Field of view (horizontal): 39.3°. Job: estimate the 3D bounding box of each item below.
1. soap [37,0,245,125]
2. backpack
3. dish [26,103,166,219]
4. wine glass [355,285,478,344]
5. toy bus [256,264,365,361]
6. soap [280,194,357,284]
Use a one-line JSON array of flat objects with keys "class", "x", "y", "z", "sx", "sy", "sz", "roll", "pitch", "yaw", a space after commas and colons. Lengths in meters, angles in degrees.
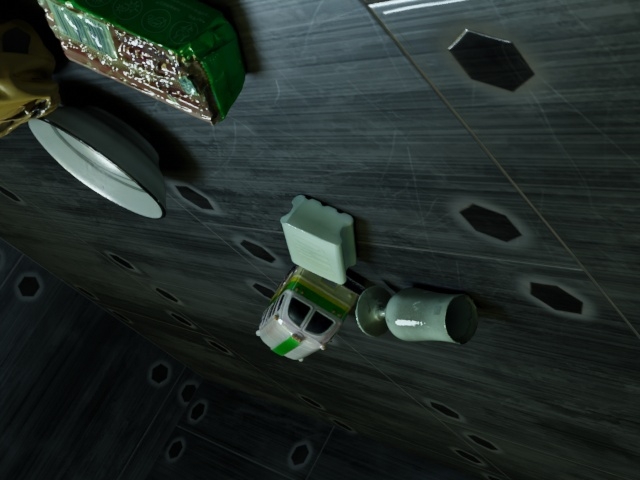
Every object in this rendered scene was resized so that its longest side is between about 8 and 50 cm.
[{"class": "soap", "x": -0.244, "y": -0.275, "z": 1.196, "sx": 0.273, "sy": 0.098, "sz": 0.218, "roll": 25, "pitch": 162, "yaw": 14}, {"class": "backpack", "x": -0.632, "y": -0.273, "z": 1.509, "sx": 0.354, "sy": 0.201, "sz": 0.378, "roll": -7, "pitch": -179, "yaw": -36}, {"class": "dish", "x": -0.405, "y": -0.171, "z": 1.719, "sx": 0.316, "sy": 0.106, "sz": 0.316, "roll": 29, "pitch": 163, "yaw": 10}, {"class": "wine glass", "x": 0.177, "y": 0.138, "z": 1.654, "sx": 0.103, "sy": 0.103, "sz": 0.231, "roll": 41, "pitch": 157, "yaw": -31}, {"class": "toy bus", "x": -0.034, "y": 0.154, "z": 1.898, "sx": 0.143, "sy": 0.179, "sz": 0.305, "roll": 31, "pitch": 162, "yaw": -5}, {"class": "soap", "x": 0.000, "y": 0.000, "z": 1.615, "sx": 0.119, "sy": 0.066, "sz": 0.198, "roll": 23, "pitch": 161, "yaw": 13}]
